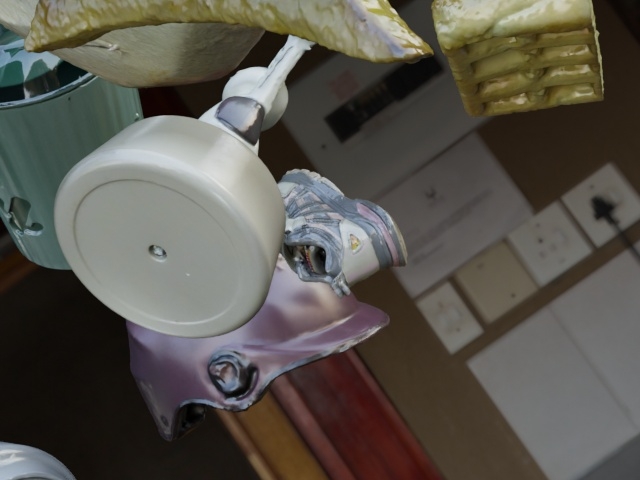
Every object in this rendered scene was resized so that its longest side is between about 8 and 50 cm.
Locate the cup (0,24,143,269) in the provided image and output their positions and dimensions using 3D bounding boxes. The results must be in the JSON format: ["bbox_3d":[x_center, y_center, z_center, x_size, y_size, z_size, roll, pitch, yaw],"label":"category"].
[{"bbox_3d":[-0.444,-0.206,1.918,0.310,0.401,0.392,-14,-47,-6],"label":"cup"}]

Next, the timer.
[{"bbox_3d":[-0.082,-0.069,0.951,0.175,0.175,0.266,-41,15,40],"label":"timer"}]

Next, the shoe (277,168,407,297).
[{"bbox_3d":[0.000,0.000,1.161,0.092,0.180,0.089,-40,-45,-23],"label":"shoe"}]

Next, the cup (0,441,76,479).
[{"bbox_3d":[-0.417,0.281,1.215,0.327,0.323,0.237,-1,4,39],"label":"cup"}]

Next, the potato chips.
[{"bbox_3d":[-0.080,-0.169,0.826,0.407,0.080,0.057,11,14,42],"label":"potato chips"}]

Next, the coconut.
[{"bbox_3d":[-0.205,-0.348,1.202,0.346,0.360,0.346,-45,29,35],"label":"coconut"}]

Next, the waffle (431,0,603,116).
[{"bbox_3d":[0.225,-0.207,1.272,0.168,0.057,0.274,-8,-15,13],"label":"waffle"}]

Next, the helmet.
[{"bbox_3d":[-0.100,0.096,1.436,0.338,0.197,0.271,-30,-1,32],"label":"helmet"}]
